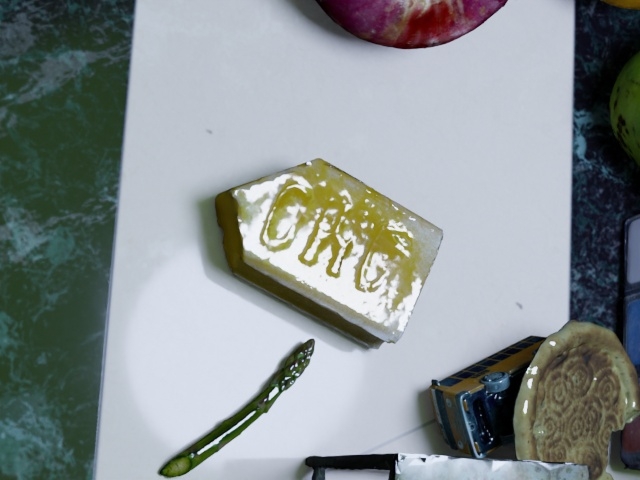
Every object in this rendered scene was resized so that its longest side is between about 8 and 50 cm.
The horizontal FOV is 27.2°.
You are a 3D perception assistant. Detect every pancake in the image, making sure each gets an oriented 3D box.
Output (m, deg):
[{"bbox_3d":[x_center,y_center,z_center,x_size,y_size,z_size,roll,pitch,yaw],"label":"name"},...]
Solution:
[{"bbox_3d":[0.303,0.206,1.556,0.212,0.029,0.235,32,68,-34],"label":"pancake"}]

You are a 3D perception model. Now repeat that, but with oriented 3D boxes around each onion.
[{"bbox_3d":[0.091,-0.346,1.572,0.230,0.272,0.256,-29,86,2],"label":"onion"}]

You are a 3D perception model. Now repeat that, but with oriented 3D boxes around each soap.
[{"bbox_3d":[0.000,0.000,1.540,0.258,0.080,0.160,29,71,-16],"label":"soap"}]

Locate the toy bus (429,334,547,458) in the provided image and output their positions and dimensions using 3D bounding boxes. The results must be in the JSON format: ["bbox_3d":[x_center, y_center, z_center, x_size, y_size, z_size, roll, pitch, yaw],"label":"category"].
[{"bbox_3d":[0.221,0.184,1.586,0.182,0.103,0.091,-23,103,-28],"label":"toy bus"}]

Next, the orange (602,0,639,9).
[{"bbox_3d":[0.422,-0.425,1.691,0.274,0.274,0.274,4,79,-22],"label":"orange"}]

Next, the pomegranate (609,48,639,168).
[{"bbox_3d":[0.500,-0.162,1.702,0.254,0.270,0.254,0,52,1],"label":"pomegranate"}]

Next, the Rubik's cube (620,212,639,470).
[{"bbox_3d":[0.606,0.118,1.617,0.359,0.362,0.363,9,77,-21],"label":"Rubik's cube"}]

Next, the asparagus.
[{"bbox_3d":[-0.085,0.194,1.500,0.236,0.027,0.034,-40,108,-23],"label":"asparagus"}]

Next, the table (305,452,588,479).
[{"bbox_3d":[0.123,0.401,1.410,0.222,0.272,0.335,6,79,-18],"label":"table"}]
